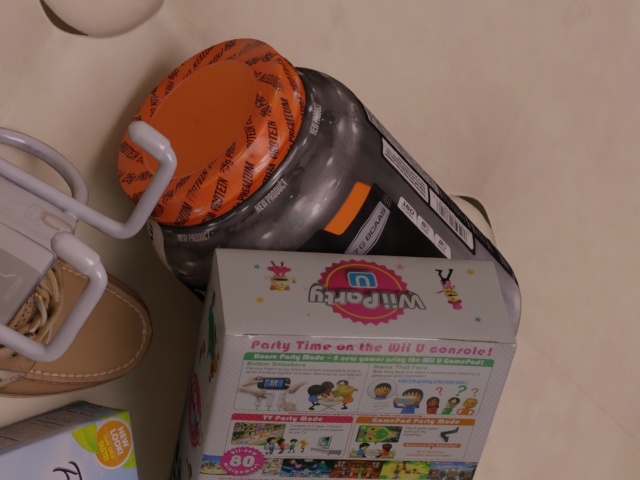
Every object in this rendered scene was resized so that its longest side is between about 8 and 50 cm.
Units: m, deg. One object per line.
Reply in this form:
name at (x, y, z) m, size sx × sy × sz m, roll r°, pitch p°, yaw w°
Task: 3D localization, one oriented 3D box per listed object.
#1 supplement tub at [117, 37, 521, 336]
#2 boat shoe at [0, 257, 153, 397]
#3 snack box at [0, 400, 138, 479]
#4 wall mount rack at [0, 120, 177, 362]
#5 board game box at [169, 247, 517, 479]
supplement tub at (0.000, 0.000, 1.599) m, size 0.338 × 0.207 × 0.207 m, roll 44°, pitch 65°, yaw -36°
boat shoe at (-0.249, 0.055, 1.438) m, size 0.341 × 0.110 × 0.121 m, roll 12°, pitch 86°, yaw -43°
snack box at (-0.235, 0.235, 1.498) m, size 0.207 × 0.070 × 0.174 m, roll -18°, pitch 107°, yaw -41°
wall mount rack at (-0.265, -0.065, 1.328) m, size 0.304 × 0.130 × 0.350 m, roll 30°, pitch 26°, yaw -4°
board game box at (0.007, 0.150, 1.533) m, size 0.224 × 0.097 × 0.303 m, roll 3°, pitch 133°, yaw -12°
